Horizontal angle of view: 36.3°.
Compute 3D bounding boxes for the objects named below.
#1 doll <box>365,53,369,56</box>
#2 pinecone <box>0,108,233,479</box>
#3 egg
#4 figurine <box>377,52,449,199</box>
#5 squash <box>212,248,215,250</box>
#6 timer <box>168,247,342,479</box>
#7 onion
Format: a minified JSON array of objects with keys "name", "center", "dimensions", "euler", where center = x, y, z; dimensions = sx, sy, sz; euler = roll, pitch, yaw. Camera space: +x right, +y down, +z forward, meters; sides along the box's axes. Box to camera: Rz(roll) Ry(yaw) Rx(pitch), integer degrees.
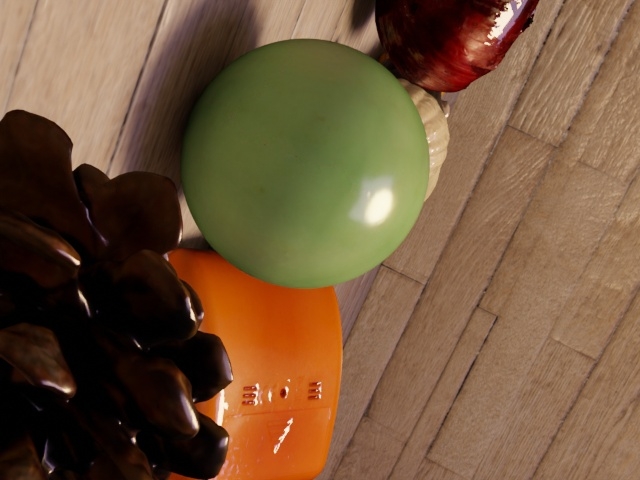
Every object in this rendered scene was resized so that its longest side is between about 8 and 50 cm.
[{"name":"doll","center":[0.037,-0.120,1.142],"dimensions":[0.208,0.144,0.271],"euler":[70,18,-3]},{"name":"pinecone","center":[-0.153,0.066,0.472],"dimensions":[0.201,0.229,0.202],"euler":[-37,168,-41]},{"name":"egg","center":[-0.013,-0.068,0.876],"dimensions":[0.270,0.220,0.220],"euler":[-80,-165,-85]},{"name":"figurine","center":[0.116,-0.211,1.469],"dimensions":[0.204,0.185,0.332],"euler":[49,43,-46]},{"name":"squash","center":[-0.105,0.065,1.160],"dimensions":[0.341,0.094,0.094],"euler":[-67,170,26]},{"name":"timer","center":[-0.094,0.138,1.065],"dimensions":[0.257,0.161,0.250],"euler":[7,97,-51]},{"name":"onion","center":[0.154,-0.333,1.227],"dimensions":[0.195,0.272,0.272],"euler":[13,108,-36]}]
